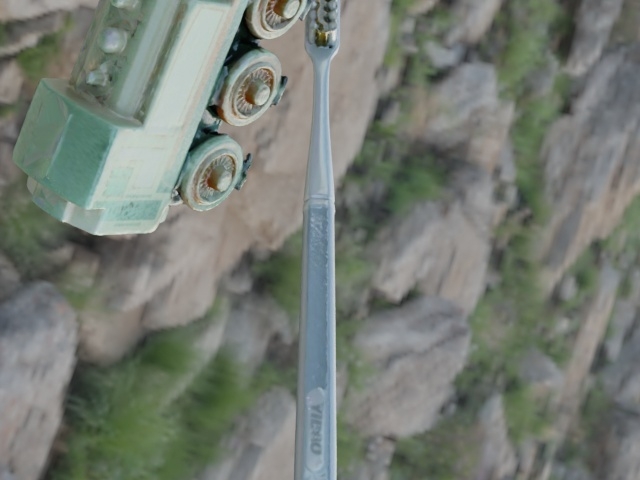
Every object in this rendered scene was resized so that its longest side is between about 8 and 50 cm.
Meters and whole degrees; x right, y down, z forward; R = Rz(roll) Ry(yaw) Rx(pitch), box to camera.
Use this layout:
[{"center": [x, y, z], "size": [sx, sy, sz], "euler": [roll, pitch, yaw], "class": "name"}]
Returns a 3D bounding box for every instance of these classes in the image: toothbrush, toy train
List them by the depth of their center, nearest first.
[{"center": [-0.078, -0.094, 0.780], "size": [0.125, 0.080, 0.194], "euler": [-5, 123, -56], "class": "toy train"}, {"center": [0.000, 0.001, 0.862], "size": [0.030, 0.025, 0.342], "euler": [94, -2, -69], "class": "toothbrush"}]
